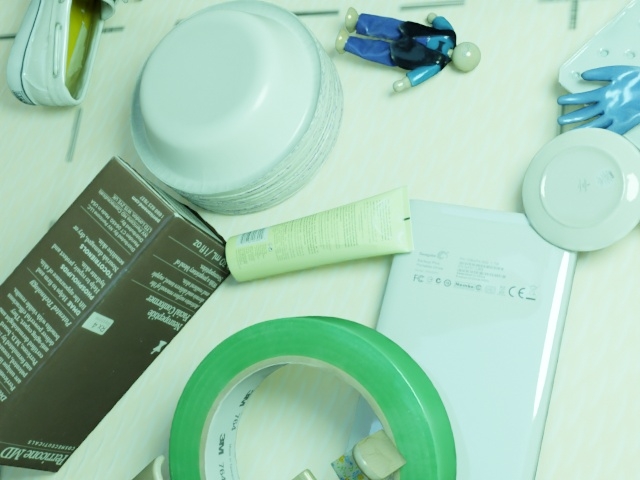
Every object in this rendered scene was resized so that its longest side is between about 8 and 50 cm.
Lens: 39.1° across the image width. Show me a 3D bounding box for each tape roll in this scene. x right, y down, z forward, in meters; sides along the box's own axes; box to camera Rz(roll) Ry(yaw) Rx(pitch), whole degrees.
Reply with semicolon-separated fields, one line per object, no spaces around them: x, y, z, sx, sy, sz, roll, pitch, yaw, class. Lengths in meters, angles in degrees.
-0.013;0.245;1.000;0.321;0.077;0.321;-2;86;23;tape roll

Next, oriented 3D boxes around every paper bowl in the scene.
-0.123;-0.188;1.193;0.284;0.148;0.284;-7;71;20;paper bowl

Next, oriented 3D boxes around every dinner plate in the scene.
0.293;-0.059;1.004;0.141;0.017;0.141;-5;80;26;dinner plate

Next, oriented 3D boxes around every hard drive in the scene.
0.166;0.118;1.039;0.210;0.040;0.318;9;76;23;hard drive

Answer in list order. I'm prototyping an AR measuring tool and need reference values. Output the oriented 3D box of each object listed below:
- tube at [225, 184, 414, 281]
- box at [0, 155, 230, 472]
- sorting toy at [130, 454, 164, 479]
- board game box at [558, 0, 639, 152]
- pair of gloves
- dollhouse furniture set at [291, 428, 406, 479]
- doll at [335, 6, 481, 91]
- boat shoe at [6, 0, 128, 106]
0.000;0.000;1.124;0.240;0.062;0.070;-14;100;19;tube
-0.298;0.101;1.135;0.381;0.191;0.143;-48;63;0;box
-0.195;0.376;1.043;0.193;0.038;0.208;-46;53;45;sorting toy
0.541;-0.192;1.000;0.390;0.050;0.390;-43;63;3;board game box
0.353;-0.111;1.002;0.159;0.023;0.198;-16;72;25;pair of gloves
0.021;0.343;0.851;0.212;0.161;0.242;-41;75;16;dollhouse furniture set
0.117;-0.251;1.179;0.189;0.046;0.129;15;69;18;doll
-0.343;-0.371;1.343;0.157;0.136;0.367;11;79;23;boat shoe
